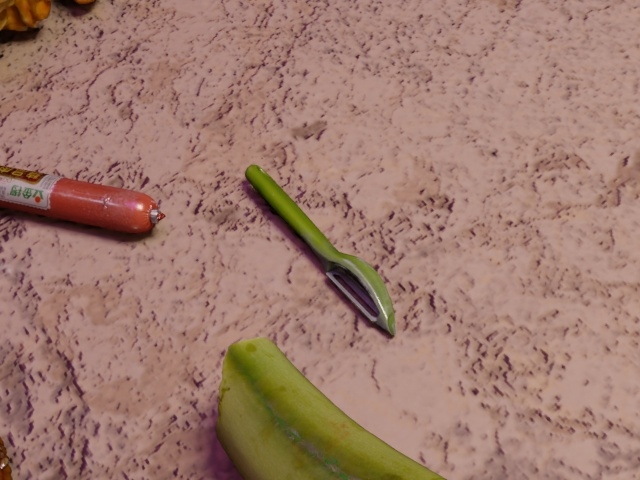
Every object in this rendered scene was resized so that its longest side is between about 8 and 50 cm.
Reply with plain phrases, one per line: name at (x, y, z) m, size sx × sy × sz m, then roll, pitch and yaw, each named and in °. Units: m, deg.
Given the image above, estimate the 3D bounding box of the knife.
knife at (0.000, 0.000, 0.781) m, size 0.026 × 0.022 × 0.184 m, roll -50°, pitch 53°, yaw 8°

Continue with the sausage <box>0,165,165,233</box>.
sausage at (-0.225, -0.037, 0.850) m, size 0.253 × 0.034 × 0.034 m, roll 10°, pitch 52°, yaw 20°

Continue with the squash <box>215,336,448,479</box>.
squash at (0.030, 0.143, 0.619) m, size 0.083 × 0.083 × 0.250 m, roll -41°, pitch 51°, yaw -22°

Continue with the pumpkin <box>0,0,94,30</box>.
pumpkin at (-0.321, -0.285, 0.955) m, size 0.303 × 0.225 × 0.256 m, roll -31°, pitch 53°, yaw -16°

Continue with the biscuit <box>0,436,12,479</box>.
biscuit at (-0.254, 0.150, 0.701) m, size 0.126 × 0.025 × 0.206 m, roll -38°, pitch 54°, yaw -20°
